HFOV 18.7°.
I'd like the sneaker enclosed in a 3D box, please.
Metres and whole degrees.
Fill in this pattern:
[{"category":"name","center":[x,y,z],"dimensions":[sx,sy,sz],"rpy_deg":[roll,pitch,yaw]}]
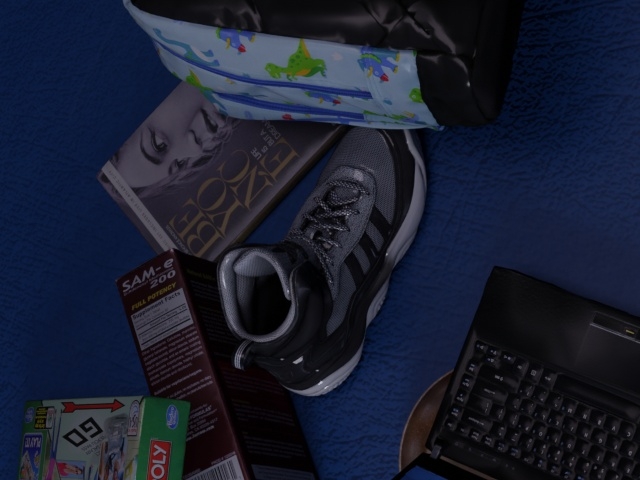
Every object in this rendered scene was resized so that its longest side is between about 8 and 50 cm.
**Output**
[{"category":"sneaker","center":[0.000,0.000,1.673],"dimensions":[0.101,0.153,0.269],"rpy_deg":[19,89,30]}]

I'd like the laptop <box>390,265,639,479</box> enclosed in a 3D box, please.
[{"category":"laptop","center":[0.166,0.168,1.525],"dimensions":[0.234,0.136,0.264],"rpy_deg":[22,91,29]}]

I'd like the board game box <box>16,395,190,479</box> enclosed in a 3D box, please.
[{"category":"board game box","center":[-0.203,0.245,1.700],"dimensions":[0.317,0.046,0.214],"rpy_deg":[-12,70,63]}]

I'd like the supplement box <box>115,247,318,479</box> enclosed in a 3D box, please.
[{"category":"supplement box","center":[-0.088,0.135,1.709],"dimensions":[0.073,0.130,0.239],"rpy_deg":[-28,67,22]}]

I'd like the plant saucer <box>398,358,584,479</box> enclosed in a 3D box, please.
[{"category":"plant saucer","center":[0.146,0.185,1.627],"dimensions":[0.168,0.029,0.168],"rpy_deg":[-5,78,27]}]

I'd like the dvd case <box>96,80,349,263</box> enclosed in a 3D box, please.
[{"category":"dvd case","center":[-0.095,-0.083,1.821],"dimensions":[0.221,0.018,0.164],"rpy_deg":[-47,62,13]}]

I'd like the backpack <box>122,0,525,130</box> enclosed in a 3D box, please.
[{"category":"backpack","center":[0.001,-0.227,1.668],"dimensions":[0.355,0.273,0.290],"rpy_deg":[7,67,11]}]
